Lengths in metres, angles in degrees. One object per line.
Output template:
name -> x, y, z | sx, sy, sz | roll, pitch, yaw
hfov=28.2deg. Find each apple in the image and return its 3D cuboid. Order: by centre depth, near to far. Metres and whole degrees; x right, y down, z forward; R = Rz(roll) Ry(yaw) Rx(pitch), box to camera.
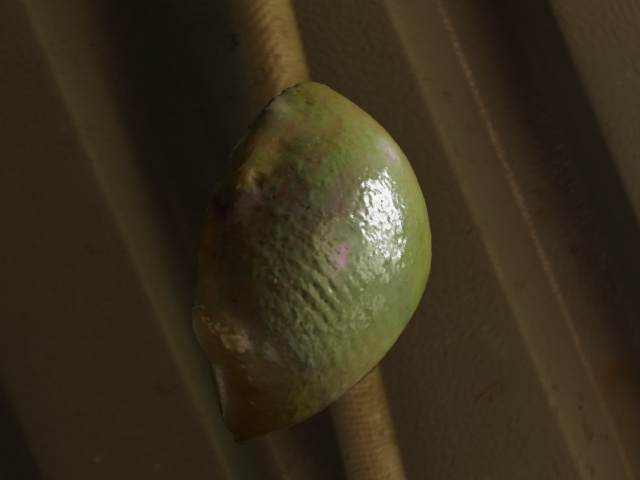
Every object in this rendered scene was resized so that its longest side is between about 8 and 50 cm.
apple -> 0.000, 0.000, 0.934 | 0.120, 0.265, 0.193 | 4, -43, 32
